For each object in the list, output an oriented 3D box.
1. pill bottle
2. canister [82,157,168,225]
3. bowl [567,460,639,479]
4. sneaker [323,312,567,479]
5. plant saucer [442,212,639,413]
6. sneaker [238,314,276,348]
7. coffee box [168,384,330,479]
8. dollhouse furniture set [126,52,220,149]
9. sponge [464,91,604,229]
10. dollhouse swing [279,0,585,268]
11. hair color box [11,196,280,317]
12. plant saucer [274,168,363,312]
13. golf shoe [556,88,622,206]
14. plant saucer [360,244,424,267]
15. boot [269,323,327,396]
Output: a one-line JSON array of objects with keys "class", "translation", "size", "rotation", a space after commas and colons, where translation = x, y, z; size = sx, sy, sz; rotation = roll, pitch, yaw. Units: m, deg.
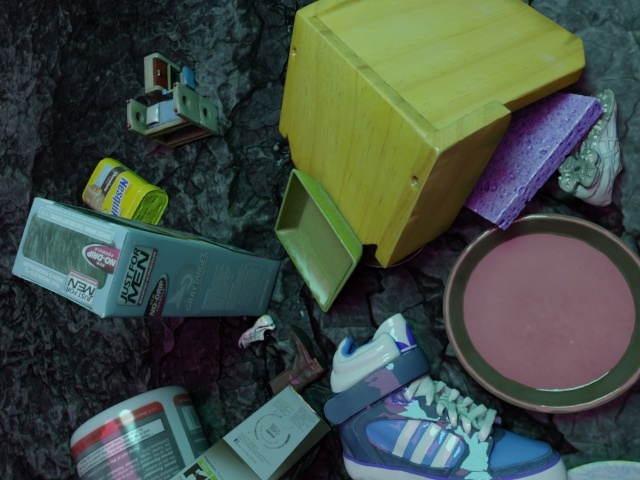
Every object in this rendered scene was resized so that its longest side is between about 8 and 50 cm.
[{"class": "pill bottle", "translation": [-0.261, 0.454, 0.808], "size": [0.210, 0.210, 0.363], "rotation": [-35, 70, 16]}, {"class": "canister", "translation": [-0.425, -0.090, 1.037], "size": [0.170, 0.073, 0.126], "rotation": [32, 96, 26]}, {"class": "bowl", "translation": [0.372, 0.421, 0.536], "size": [0.289, 0.289, 0.156], "rotation": [-42, 111, 14]}, {"class": "sneaker", "translation": [0.158, 0.222, 0.689], "size": [0.322, 0.130, 0.236], "rotation": [-9, 85, 30]}, {"class": "plant saucer", "translation": [0.318, 0.100, 0.687], "size": [0.277, 0.041, 0.278], "rotation": [-4, 80, 24]}, {"class": "sneaker", "translation": [-0.116, 0.175, 0.879], "size": [0.083, 0.032, 0.037], "rotation": [-47, 68, 13]}, {"class": "coffee box", "translation": [-0.113, 0.351, 0.716], "size": [0.098, 0.246, 0.141], "rotation": [40, 137, 24]}, {"class": "dollhouse furniture set", "translation": [-0.302, -0.305, 0.979], "size": [0.129, 0.129, 0.184], "rotation": [-11, 78, 23]}, {"class": "sponge", "translation": [0.293, -0.124, 0.704], "size": [0.210, 0.031, 0.117], "rotation": [-54, 32, 10]}, {"class": "dollhouse swing", "translation": [0.158, -0.210, 0.765], "size": [0.347, 0.305, 0.315], "rotation": [53, 147, 30]}, {"class": "hair color box", "translation": [-0.241, 0.041, 0.766], "size": [0.185, 0.374, 0.114], "rotation": [16, 89, 25]}, {"class": "plant saucer", "translation": [0.000, 0.000, 0.799], "size": [0.045, 0.188, 0.188], "rotation": [-22, 67, -26]}, {"class": "golf shoe", "translation": [0.390, -0.128, 0.681], "size": [0.069, 0.086, 0.176], "rotation": [-10, 53, 61]}, {"class": "plant saucer", "translation": [0.110, -0.037, 0.808], "size": [0.168, 0.029, 0.168], "rotation": [-3, 82, 25]}, {"class": "boot", "translation": [-0.057, 0.221, 0.847], "size": [0.114, 0.037, 0.106], "rotation": [-45, 65, 18]}]
